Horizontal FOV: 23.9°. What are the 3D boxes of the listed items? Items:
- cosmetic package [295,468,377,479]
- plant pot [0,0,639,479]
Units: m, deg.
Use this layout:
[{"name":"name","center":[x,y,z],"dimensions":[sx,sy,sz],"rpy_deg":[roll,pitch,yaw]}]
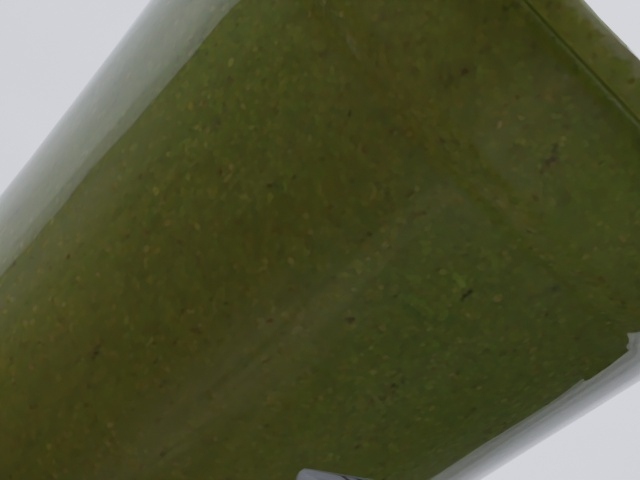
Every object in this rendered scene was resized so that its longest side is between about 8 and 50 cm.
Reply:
[{"name":"cosmetic package","center":[0.063,0.101,0.305],"dimensions":[0.117,0.231,0.085],"rpy_deg":[11,-94,-12]},{"name":"plant pot","center":[0.000,0.000,0.559],"dimensions":[0.254,0.276,0.276],"rpy_deg":[-42,-73,12]}]
